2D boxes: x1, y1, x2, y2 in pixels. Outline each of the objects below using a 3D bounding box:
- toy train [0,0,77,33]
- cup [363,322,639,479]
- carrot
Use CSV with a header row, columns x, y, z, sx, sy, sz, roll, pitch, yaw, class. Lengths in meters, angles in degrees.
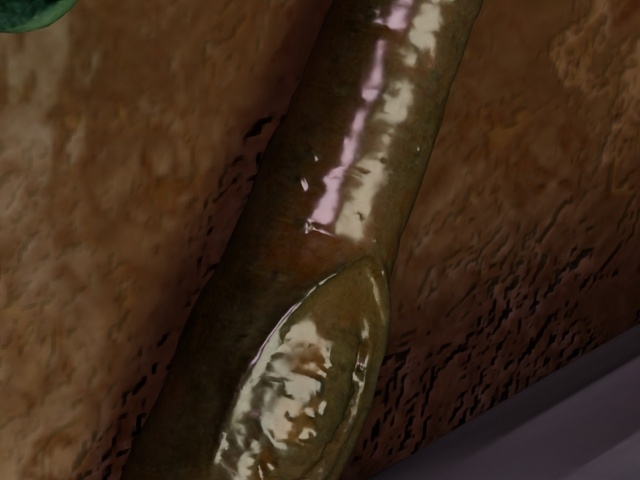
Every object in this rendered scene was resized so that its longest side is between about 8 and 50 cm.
x,y,z,sx,sy,sz,roll,pitch,yaw,class
-0.124,-0.110,0.369,0.200,0.132,0.083,41,80,-40,toy train
0.186,0.114,0.619,0.327,0.237,0.323,-24,159,-30,cup
0.000,0.000,0.565,0.070,0.070,0.342,22,90,-43,carrot
